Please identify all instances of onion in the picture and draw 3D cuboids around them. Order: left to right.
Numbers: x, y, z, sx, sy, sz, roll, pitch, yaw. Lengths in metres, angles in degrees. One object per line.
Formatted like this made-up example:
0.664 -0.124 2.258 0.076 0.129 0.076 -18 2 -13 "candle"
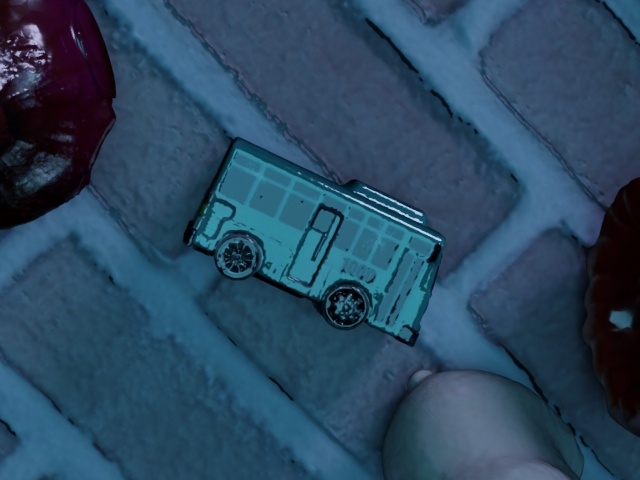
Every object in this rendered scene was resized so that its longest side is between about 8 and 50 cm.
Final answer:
-0.183 -0.086 0.736 0.135 0.198 0.173 -20 115 -10 "onion"

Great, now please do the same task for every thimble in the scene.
0.247 0.041 0.802 0.125 0.189 0.163 -3 72 -9 "thimble"

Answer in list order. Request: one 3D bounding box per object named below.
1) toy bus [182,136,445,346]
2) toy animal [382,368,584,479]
0.000 0.000 0.822 0.160 0.079 0.091 26 92 -7 "toy bus"
0.116 0.180 0.764 0.141 0.282 0.138 -25 113 -1 "toy animal"
